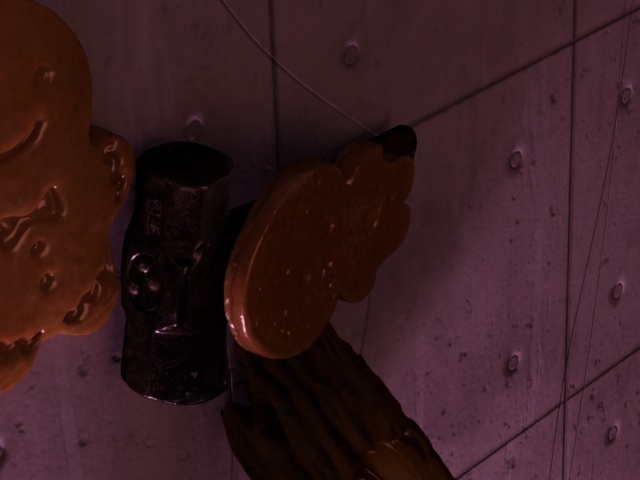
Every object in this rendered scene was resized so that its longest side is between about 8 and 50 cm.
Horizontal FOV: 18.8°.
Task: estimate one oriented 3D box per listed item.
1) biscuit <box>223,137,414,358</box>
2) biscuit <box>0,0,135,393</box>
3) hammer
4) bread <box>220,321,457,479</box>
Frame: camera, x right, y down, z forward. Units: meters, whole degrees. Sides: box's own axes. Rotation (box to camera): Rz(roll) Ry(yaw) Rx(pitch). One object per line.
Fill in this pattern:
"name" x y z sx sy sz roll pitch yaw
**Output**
"biscuit" -0.001 0.000 1.854 0.289 0.044 0.202 -38 138 -46
"biscuit" -0.264 -0.041 1.639 0.275 0.052 0.355 -33 131 -37
"hammer" -0.041 -0.022 1.905 0.409 0.095 0.242 -30 132 -47
"bread" 0.032 0.237 1.990 0.167 0.277 0.324 -37 137 -1
